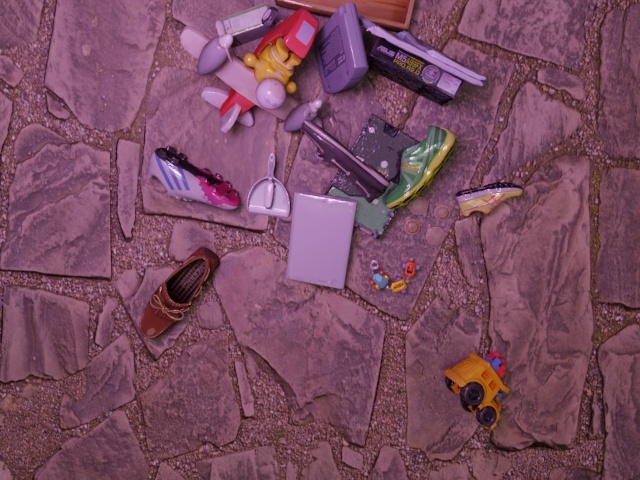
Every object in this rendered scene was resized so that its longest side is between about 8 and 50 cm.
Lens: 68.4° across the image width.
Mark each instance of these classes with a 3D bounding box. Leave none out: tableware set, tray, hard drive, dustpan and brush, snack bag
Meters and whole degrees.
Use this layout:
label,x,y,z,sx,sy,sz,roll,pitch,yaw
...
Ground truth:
label,x,y,z,sx,sy,sz,roll,pitch,yaw
tableware set,0.355,-0.066,1.571,0.169,0.020,0.141,20,102,-1
tray,0.083,-0.780,1.424,0.411,0.076,0.202,11,100,-4
hard drive,0.000,0.000,1.556,0.203,0.040,0.307,10,112,7
dustpan and brush,-0.168,-0.183,1.564,0.147,0.060,0.211,8,100,2
hard drive,0.179,-0.204,1.537,0.237,0.064,0.339,30,100,-2
snack bag,0.262,-0.544,1.309,0.343,0.323,0.037,19,118,-16

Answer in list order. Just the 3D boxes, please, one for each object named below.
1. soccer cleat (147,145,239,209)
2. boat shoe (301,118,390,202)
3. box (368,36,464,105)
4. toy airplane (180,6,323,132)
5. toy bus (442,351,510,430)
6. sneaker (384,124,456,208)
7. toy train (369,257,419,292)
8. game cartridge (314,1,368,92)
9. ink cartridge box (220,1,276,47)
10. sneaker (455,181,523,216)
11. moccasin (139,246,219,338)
label,x,y,z,sx,sy,sz,roll,pitch,yaw
soccer cleat,-0.425,-0.179,1.569,0.331,0.116,0.143,34,116,0
boat shoe,0.064,-0.232,1.428,0.335,0.112,0.095,34,106,-19
box,0.275,-0.497,1.403,0.270,0.216,0.060,27,102,0
toy airplane,-0.181,-0.456,1.382,0.386,0.272,0.384,-11,135,-9
toy bus,0.562,0.492,1.604,0.211,0.149,0.220,-37,98,-7
sneaker,0.293,-0.223,1.456,0.123,0.109,0.295,41,102,19
toy train,0.247,0.113,1.598,0.166,0.046,0.125,3,99,0
game cartridge,0.056,-0.540,1.378,0.060,0.294,0.196,-12,99,-15
ink cartridge box,-0.243,-0.660,1.463,0.209,0.109,0.062,-17,98,7
sneaker,0.548,-0.131,1.524,0.209,0.081,0.094,-10,106,12
moccasin,-0.491,0.190,1.605,0.380,0.147,0.139,-43,94,9
